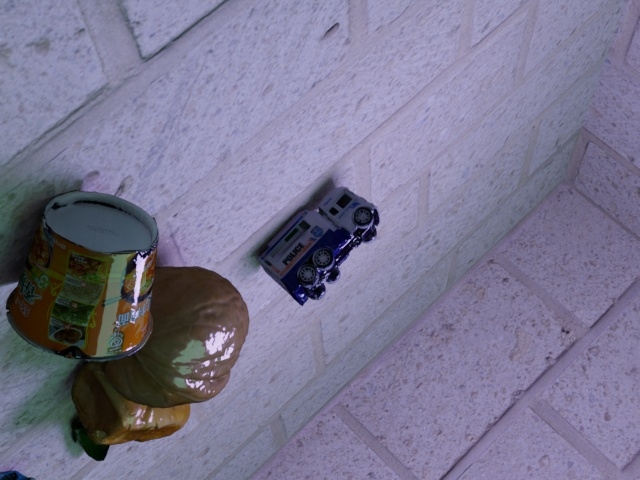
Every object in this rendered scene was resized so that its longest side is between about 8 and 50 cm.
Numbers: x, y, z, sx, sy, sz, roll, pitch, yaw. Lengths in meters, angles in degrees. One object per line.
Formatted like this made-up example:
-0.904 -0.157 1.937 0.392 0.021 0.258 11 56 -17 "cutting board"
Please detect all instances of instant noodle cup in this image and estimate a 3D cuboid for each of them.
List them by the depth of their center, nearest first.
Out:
-0.349 0.046 1.525 0.230 0.230 0.182 -20 138 -52 "instant noodle cup"

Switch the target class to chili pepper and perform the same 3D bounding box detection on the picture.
-0.477 0.414 2.154 0.108 0.062 0.216 -35 159 -30 "chili pepper"

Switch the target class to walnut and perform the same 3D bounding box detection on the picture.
-0.271 0.176 1.852 0.313 0.252 0.277 -6 122 -66 "walnut"

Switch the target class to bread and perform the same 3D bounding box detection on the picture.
-0.381 0.320 2.029 0.132 0.167 0.294 -26 164 11 "bread"

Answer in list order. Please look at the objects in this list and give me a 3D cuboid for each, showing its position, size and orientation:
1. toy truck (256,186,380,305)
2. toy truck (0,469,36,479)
0.000 0.000 2.220 0.268 0.155 0.124 -47 160 -10 "toy truck"
-0.615 0.561 1.918 0.155 0.156 0.279 -49 -175 6 "toy truck"
